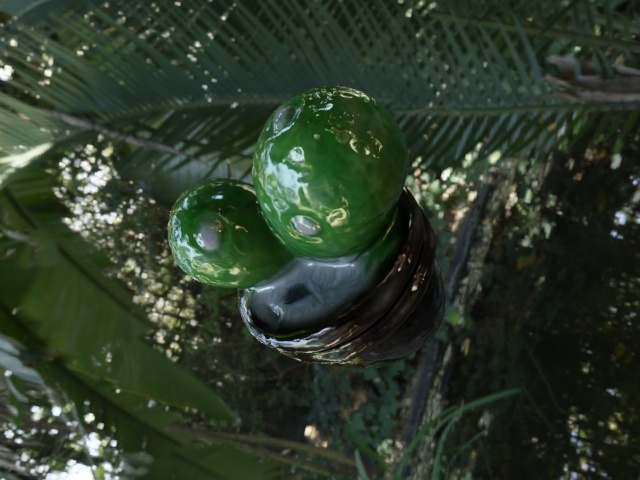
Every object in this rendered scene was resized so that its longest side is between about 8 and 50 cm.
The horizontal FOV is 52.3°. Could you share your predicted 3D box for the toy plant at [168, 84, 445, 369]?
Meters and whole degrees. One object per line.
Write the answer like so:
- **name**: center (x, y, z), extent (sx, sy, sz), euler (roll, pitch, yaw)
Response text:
- **toy plant**: center (0.000, 0.000, 0.519), extent (0.235, 0.218, 0.175), euler (43, -143, -35)
